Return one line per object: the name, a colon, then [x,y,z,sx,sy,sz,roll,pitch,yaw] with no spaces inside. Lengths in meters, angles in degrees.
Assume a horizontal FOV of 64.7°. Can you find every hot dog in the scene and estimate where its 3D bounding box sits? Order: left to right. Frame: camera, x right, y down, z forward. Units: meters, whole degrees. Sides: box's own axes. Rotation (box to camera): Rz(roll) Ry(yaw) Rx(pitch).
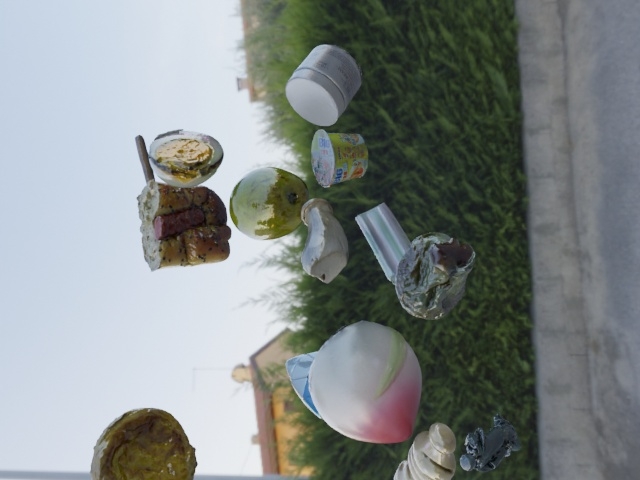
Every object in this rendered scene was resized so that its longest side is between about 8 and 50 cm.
hot dog: [-0.536,-0.059,2.092,0.365,0.196,0.368,2,-108,-46]

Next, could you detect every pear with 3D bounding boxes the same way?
pear: [-0.172,-0.120,1.699,0.307,0.252,0.253,-3,86,51]

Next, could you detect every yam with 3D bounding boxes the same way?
yam: [-0.762,-0.339,2.202,0.046,0.046,0.264,64,-173,-76]

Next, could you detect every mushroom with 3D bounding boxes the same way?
mushroom: [0.010,0.000,1.187,0.247,0.107,0.096,-94,-12,-48]

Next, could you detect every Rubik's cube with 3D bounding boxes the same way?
Rubik's cube: [0.007,0.422,1.630,0.254,0.254,0.255,-1,-90,-84]

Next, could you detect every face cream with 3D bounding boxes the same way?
face cream: [0.011,-0.443,1.442,0.153,0.177,0.177,-57,-20,-22]

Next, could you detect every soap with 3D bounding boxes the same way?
soap: [0.253,0.009,1.818,0.208,0.115,0.347,39,-159,-52]

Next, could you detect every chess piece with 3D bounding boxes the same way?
chess piece: [0.255,0.526,1.191,0.139,0.123,0.308,-64,-16,-49]

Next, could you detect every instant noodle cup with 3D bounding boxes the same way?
instant noodle cup: [0.070,-0.300,1.825,0.205,0.152,0.205,33,128,57]

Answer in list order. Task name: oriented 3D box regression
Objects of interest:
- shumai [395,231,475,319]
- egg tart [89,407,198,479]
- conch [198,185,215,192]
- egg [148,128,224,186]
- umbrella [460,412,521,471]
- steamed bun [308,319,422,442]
shumai: [0.337,0.120,1.429,0.204,0.221,0.272,-128,24,-70]
egg tart: [-0.533,0.673,1.505,0.341,0.129,0.341,35,-149,-25]
conch: [-0.571,-0.168,2.352,0.131,0.199,0.172,63,-178,7]
egg: [-0.496,-0.281,1.902,0.264,0.286,0.174,-46,-29,-40]
umbrella: [0.577,0.715,1.753,0.348,0.094,0.143,-5,-120,-46]
steamed bun: [0.136,0.381,1.287,0.309,0.308,0.310,-1,-90,-84]
